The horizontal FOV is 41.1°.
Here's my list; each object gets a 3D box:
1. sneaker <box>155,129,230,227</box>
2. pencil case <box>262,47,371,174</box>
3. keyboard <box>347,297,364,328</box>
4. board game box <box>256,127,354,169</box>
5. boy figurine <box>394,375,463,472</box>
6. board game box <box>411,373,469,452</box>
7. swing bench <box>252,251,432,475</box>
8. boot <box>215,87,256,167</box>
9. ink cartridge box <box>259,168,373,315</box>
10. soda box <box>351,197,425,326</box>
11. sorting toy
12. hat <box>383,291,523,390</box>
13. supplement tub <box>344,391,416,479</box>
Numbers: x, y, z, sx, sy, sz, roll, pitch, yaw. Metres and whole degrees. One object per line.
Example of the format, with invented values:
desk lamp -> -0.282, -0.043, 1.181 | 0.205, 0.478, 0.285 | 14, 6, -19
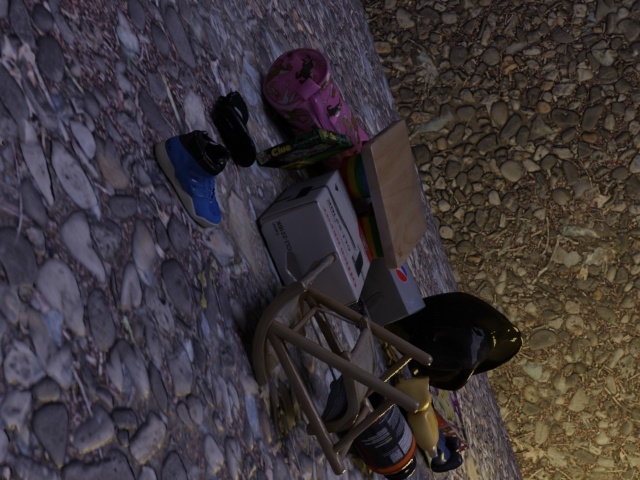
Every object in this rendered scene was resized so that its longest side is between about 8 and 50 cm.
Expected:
sneaker -> -0.155, -0.086, 1.179 | 0.058, 0.084, 0.152 | -89, 156, -53
pencil case -> 0.014, -0.248, 1.871 | 0.386, 0.167, 0.160 | 52, 54, -50
keyboard -> 0.055, 0.096, 1.833 | 0.108, 0.023, 0.180 | -92, 158, -50
board game box -> -0.025, -0.176, 1.671 | 0.030, 0.136, 0.259 | 68, 14, 3
boy figurine -> 0.250, 0.412, 2.003 | 0.177, 0.092, 0.285 | -84, 154, -54
board game box -> 0.322, 0.428, 2.334 | 0.347, 0.056, 0.208 | 51, 20, -52
swing bench -> 0.022, 0.172, 1.311 | 0.255, 0.165, 0.253 | 47, 16, 3
boot -> -0.140, -0.194, 1.461 | 0.099, 0.045, 0.121 | -84, 151, -65
ink cartridge box -> 0.000, 0.000, 1.572 | 0.273, 0.114, 0.197 | -59, 128, -71
soda box -> 0.122, 0.044, 1.915 | 0.091, 0.098, 0.286 | -16, 81, -58
sorting toy -> 0.128, -0.097, 1.780 | 0.257, 0.089, 0.255 | -43, 123, -62
hat -> 0.294, 0.263, 1.974 | 0.331, 0.331, 0.134 | 59, 37, -37
supplement tub -> 0.107, 0.348, 1.534 | 0.106, 0.106, 0.198 | -89, 156, -53
